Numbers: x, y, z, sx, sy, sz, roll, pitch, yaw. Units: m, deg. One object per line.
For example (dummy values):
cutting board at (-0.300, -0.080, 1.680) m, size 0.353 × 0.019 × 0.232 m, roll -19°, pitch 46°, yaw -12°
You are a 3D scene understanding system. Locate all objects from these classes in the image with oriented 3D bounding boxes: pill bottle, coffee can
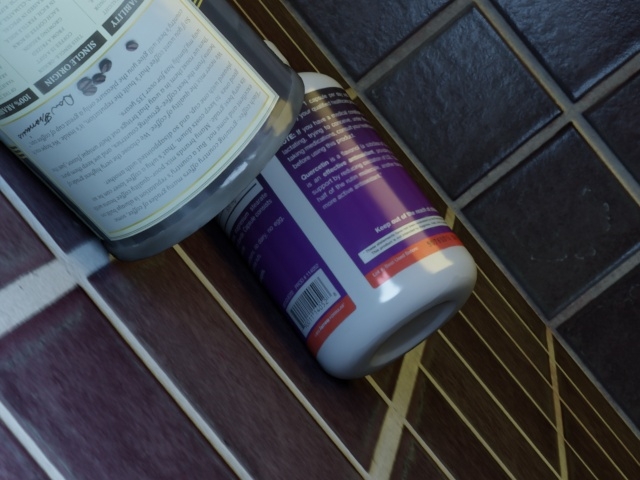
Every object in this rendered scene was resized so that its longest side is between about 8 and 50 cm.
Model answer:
pill bottle at (-0.004, -0.036, 1.852) m, size 0.323 × 0.181 × 0.181 m, roll 54°, pitch 10°, yaw 16°
coffee can at (-0.174, -0.149, 1.413) m, size 0.275 × 0.201 × 0.201 m, roll 47°, pitch 10°, yaw -23°
